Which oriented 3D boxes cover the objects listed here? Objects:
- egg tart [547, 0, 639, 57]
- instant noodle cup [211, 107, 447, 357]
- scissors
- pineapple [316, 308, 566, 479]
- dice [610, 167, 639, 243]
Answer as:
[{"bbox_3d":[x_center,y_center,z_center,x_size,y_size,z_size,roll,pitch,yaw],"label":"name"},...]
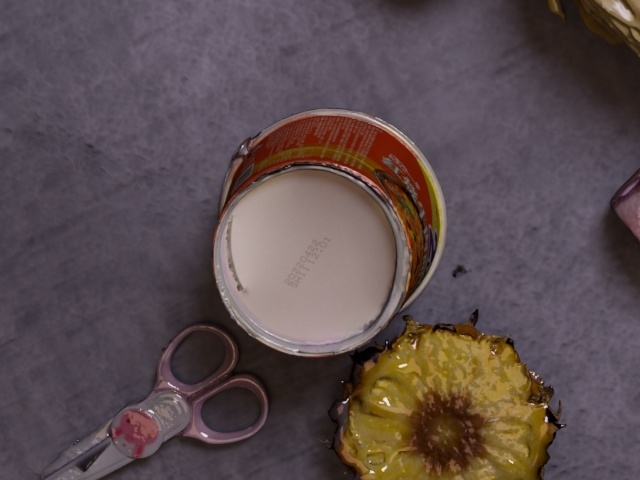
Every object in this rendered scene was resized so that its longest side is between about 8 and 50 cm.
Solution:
[{"bbox_3d":[0.341,-0.294,1.106,0.387,0.169,0.388,0,101,-1],"label":"egg tart"},{"bbox_3d":[0.000,0.000,1.206,0.213,0.174,0.213,1,102,7],"label":"instant noodle cup"},{"bbox_3d":[-0.166,0.177,1.336,0.242,0.030,0.118,-33,95,8],"label":"scissors"},{"bbox_3d":[0.113,0.163,1.274,0.224,0.076,0.225,2,99,9],"label":"pineapple"},{"bbox_3d":[0.308,-0.029,1.203,0.094,0.091,0.093,45,103,-3],"label":"dice"}]
